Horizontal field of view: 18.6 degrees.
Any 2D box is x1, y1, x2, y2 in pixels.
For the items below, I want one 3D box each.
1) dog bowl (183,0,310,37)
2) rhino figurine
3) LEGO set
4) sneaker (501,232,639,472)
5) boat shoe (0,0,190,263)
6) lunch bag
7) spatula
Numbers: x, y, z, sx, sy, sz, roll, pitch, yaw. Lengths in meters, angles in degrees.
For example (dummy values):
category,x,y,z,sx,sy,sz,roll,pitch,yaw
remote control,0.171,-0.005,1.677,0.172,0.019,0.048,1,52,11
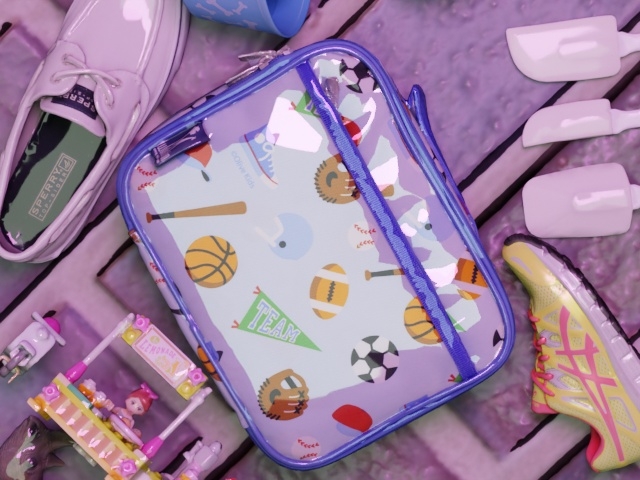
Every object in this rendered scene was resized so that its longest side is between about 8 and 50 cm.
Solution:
category,x,y,z,sx,sy,sz,roll,pitch,yaw
dog bowl,-0.059,-0.297,1.421,0.074,0.166,0.297,1,97,14
rhino figurine,-0.294,0.207,1.529,0.243,0.073,0.106,-22,90,-3
LEGO set,-0.113,0.154,1.478,0.107,0.132,0.287,-46,102,-9
sneaker,0.191,0.090,1.491,0.094,0.081,0.208,-34,95,8
boat shoe,-0.181,-0.104,1.479,0.096,0.088,0.267,30,97,-1
lunch bag,0.000,0.000,1.474,0.243,0.115,0.303,-28,96,3
spatula,0.271,-0.094,1.499,0.242,0.019,0.168,-6,91,2
